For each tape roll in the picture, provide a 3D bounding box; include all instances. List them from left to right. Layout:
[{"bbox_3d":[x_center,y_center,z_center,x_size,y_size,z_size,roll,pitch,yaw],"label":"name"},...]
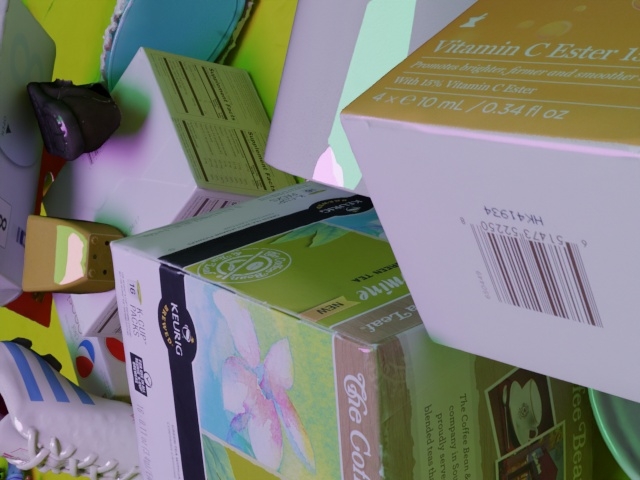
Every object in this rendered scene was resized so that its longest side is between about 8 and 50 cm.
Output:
[{"bbox_3d":[0.090,-0.117,0.891,0.246,0.246,0.169,23,103,48],"label":"tape roll"}]

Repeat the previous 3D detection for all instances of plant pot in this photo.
[{"bbox_3d":[-0.250,0.017,1.175,0.083,0.081,0.081,3,88,39],"label":"plant pot"}]

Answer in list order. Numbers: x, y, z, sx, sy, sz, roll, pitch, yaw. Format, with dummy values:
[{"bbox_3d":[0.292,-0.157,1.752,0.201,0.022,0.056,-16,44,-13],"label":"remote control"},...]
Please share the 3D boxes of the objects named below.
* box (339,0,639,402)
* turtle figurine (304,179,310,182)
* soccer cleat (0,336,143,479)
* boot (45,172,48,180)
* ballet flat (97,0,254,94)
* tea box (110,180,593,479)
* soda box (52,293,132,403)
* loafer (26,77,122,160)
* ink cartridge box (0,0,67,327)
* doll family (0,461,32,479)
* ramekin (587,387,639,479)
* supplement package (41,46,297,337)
[{"bbox_3d":[0.218,-0.087,0.644,0.215,0.345,0.168,12,135,48],"label":"box"},{"bbox_3d":[0.000,0.000,1.093,0.217,0.087,0.269,-27,85,50],"label":"turtle figurine"},{"bbox_3d":[-0.279,0.226,1.264,0.331,0.143,0.116,24,121,15],"label":"soccer cleat"},{"bbox_3d":[-0.513,-0.177,1.706,0.223,0.118,0.338,-34,56,48],"label":"boot"},{"bbox_3d":[-0.125,-0.334,1.284,0.409,0.147,0.147,-58,46,22],"label":"ballet flat"},{"bbox_3d":[0.024,0.156,0.882,0.323,0.220,0.329,15,117,48],"label":"tea box"},{"bbox_3d":[-0.269,0.121,1.407,0.069,0.074,0.216,-49,51,34],"label":"soda box"},{"bbox_3d":[-0.260,-0.132,1.215,0.220,0.078,0.080,-144,38,-62],"label":"loafer"},{"bbox_3d":[-0.355,-0.078,1.367,0.091,0.385,0.308,-1,73,11],"label":"ink cartridge box"},{"bbox_3d":[-0.473,0.365,1.609,0.193,0.076,0.111,-45,34,42],"label":"doll family"},{"bbox_3d":[0.289,0.080,0.739,0.207,0.109,0.207,-10,77,48],"label":"ramekin"},{"bbox_3d":[-0.173,-0.045,1.262,0.262,0.145,0.204,-47,52,34],"label":"supplement package"}]
